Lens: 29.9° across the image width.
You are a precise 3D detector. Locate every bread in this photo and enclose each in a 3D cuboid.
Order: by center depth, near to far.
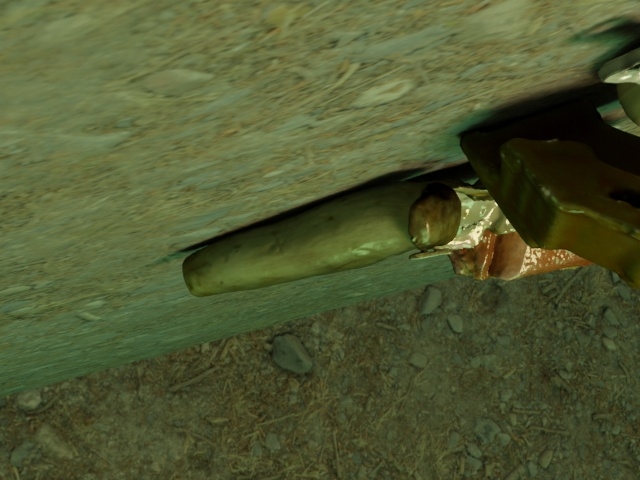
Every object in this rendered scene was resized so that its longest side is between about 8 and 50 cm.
[{"bbox_3d":[0.289,-0.014,1.709,0.244,0.123,0.190,-6,-170,-24],"label":"bread"}]

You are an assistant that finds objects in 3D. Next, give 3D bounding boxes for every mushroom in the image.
[{"bbox_3d":[0.002,0.000,1.373,0.333,0.087,0.107,-16,170,24],"label":"mushroom"}]

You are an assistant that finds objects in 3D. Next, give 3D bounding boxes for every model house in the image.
[{"bbox_3d":[0.252,-0.068,1.182,0.239,0.173,0.268,23,-176,16],"label":"model house"}]

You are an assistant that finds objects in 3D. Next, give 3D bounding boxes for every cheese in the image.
[{"bbox_3d":[0.298,-0.139,1.023,0.249,0.071,0.163,-13,171,-31],"label":"cheese"}]

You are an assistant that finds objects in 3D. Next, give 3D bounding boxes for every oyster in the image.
[{"bbox_3d":[0.247,-0.065,1.443,0.354,0.107,0.201,-6,156,16],"label":"oyster"}]
